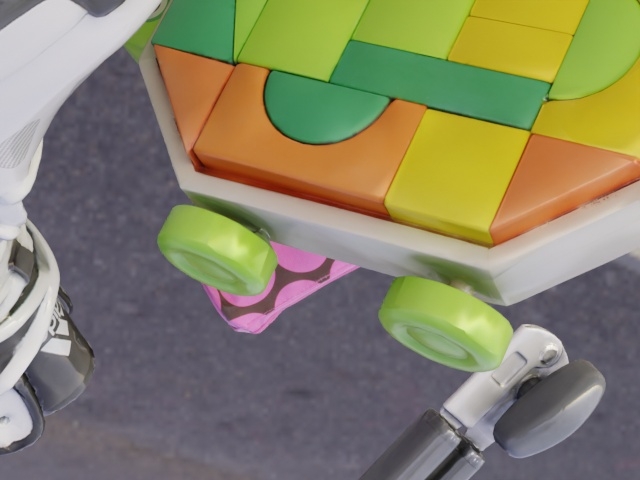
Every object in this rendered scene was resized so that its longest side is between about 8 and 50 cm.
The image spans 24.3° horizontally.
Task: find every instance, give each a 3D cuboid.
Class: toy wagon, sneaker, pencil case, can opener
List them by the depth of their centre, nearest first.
[{"bbox_3d":[0.018,-0.096,0.701,0.344,0.267,0.068,16,159,27],"label":"toy wagon"},{"bbox_3d":[-0.168,-0.030,0.723,0.448,0.169,0.257,-23,137,38],"label":"sneaker"},{"bbox_3d":[0.000,0.000,1.222,0.209,0.098,0.095,-31,164,15],"label":"pencil case"},{"bbox_3d":[0.107,0.182,1.231,0.280,0.093,0.074,-43,124,4],"label":"can opener"}]
